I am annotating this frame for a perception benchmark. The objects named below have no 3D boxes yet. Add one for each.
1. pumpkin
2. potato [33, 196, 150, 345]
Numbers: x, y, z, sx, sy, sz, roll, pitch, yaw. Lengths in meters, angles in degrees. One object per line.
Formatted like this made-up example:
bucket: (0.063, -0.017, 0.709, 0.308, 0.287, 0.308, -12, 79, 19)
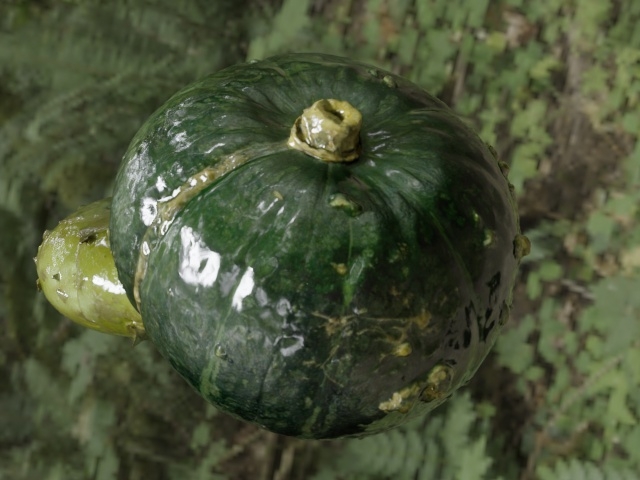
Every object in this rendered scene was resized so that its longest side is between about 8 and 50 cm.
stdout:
pumpkin: (-0.001, -0.001, 0.665, 0.146, 0.190, 0.190, 126, 152, -54)
potato: (-0.093, 0.023, 0.951, 0.225, 0.117, 0.090, 9, 123, 37)
